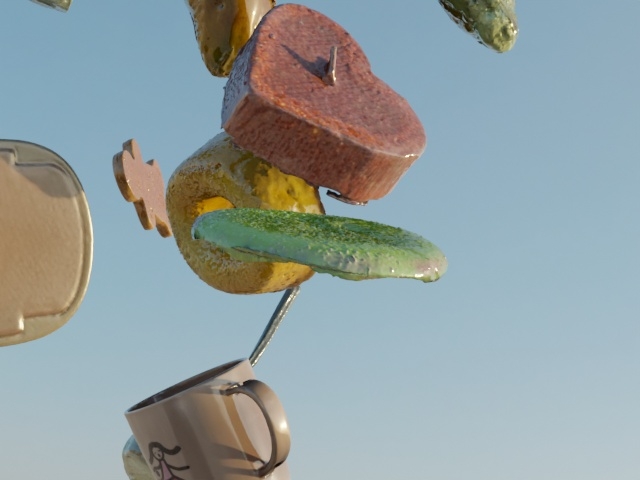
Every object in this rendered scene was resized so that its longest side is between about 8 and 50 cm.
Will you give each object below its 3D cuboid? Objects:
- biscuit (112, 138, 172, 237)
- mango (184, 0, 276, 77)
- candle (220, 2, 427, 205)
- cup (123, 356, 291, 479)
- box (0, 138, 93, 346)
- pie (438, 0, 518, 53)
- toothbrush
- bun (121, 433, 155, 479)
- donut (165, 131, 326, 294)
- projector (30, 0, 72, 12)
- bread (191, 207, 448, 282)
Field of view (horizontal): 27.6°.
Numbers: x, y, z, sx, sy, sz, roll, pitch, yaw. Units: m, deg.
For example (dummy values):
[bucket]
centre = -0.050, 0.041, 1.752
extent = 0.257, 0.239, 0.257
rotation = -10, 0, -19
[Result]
[biscuit]
centre = -0.316, -0.092, 2.263
extent = 0.036, 0.165, 0.250
rotation = -16, -11, 7
[mango]
centre = -0.147, -0.377, 2.056
extent = 0.156, 0.248, 0.151
rotation = -1, -7, -2
[candle]
centre = -0.015, -0.202, 1.809
extent = 0.287, 0.317, 0.131
rotation = -11, -34, -44
[cup]
centre = -0.131, 0.286, 1.830
extent = 0.253, 0.200, 0.191
rotation = -24, 1, 43
[box]
centre = -0.483, 0.000, 1.774
extent = 0.301, 0.301, 0.216
rotation = 24, -13, -37
[pie]
centre = 0.175, -0.366, 1.672
extent = 0.105, 0.257, 0.274
rotation = -32, -52, 9
[toothbrush]
centre = -0.093, 0.171, 2.087
extent = 0.030, 0.297, 0.030
rotation = 36, -42, -7
[bun]
centre = -0.241, 0.414, 2.289
extent = 0.239, 0.141, 0.239
rotation = 31, -37, 28
[donut]
centre = -0.124, -0.032, 1.966
extent = 0.108, 0.277, 0.278
rotation = -28, 12, -41
[projector]
centre = -0.513, -0.527, 2.224
extent = 0.250, 0.198, 0.108
rotation = 23, 1, -16
[bread]
centre = -0.005, 0.000, 1.481
extent = 0.301, 0.045, 0.301
rotation = 8, 7, -1
